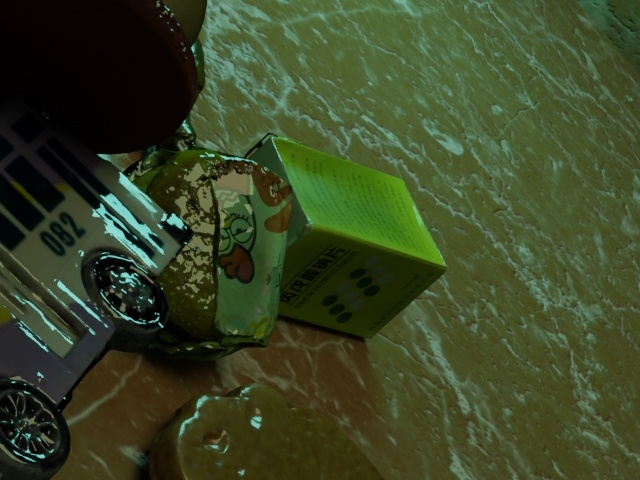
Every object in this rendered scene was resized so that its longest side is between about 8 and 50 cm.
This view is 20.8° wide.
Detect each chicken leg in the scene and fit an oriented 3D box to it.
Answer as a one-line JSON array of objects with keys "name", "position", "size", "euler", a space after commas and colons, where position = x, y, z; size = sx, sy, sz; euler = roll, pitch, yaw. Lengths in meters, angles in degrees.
[{"name": "chicken leg", "position": [-0.178, -0.173, 1.944], "size": [0.103, 0.088, 0.228], "euler": [39, 35, -39]}]

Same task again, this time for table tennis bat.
[{"name": "table tennis bat", "position": [-0.262, -0.144, 1.460], "size": [0.268, 0.414, 0.051], "euler": [33, 60, -22]}]

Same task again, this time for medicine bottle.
[{"name": "medicine bottle", "position": [0.000, 0.000, 1.921], "size": [0.250, 0.137, 0.141], "euler": [17, 41, -47]}]

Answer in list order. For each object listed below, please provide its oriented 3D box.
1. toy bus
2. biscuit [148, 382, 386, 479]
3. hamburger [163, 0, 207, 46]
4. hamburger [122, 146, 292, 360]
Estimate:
[{"name": "toy bus", "position": [-0.293, 0.073, 1.343], "size": [0.249, 0.209, 0.440], "euler": [44, 31, -7]}, {"name": "biscuit", "position": [-0.029, 0.277, 1.631], "size": [0.312, 0.057, 0.351], "euler": [58, 28, 15]}, {"name": "hamburger", "position": [-0.235, -0.302, 1.804], "size": [0.176, 0.300, 0.300], "euler": [-7, 58, -26]}, {"name": "hamburger", "position": [-0.137, 0.007, 1.708], "size": [0.235, 0.125, 0.214], "euler": [26, 58, -29]}]
